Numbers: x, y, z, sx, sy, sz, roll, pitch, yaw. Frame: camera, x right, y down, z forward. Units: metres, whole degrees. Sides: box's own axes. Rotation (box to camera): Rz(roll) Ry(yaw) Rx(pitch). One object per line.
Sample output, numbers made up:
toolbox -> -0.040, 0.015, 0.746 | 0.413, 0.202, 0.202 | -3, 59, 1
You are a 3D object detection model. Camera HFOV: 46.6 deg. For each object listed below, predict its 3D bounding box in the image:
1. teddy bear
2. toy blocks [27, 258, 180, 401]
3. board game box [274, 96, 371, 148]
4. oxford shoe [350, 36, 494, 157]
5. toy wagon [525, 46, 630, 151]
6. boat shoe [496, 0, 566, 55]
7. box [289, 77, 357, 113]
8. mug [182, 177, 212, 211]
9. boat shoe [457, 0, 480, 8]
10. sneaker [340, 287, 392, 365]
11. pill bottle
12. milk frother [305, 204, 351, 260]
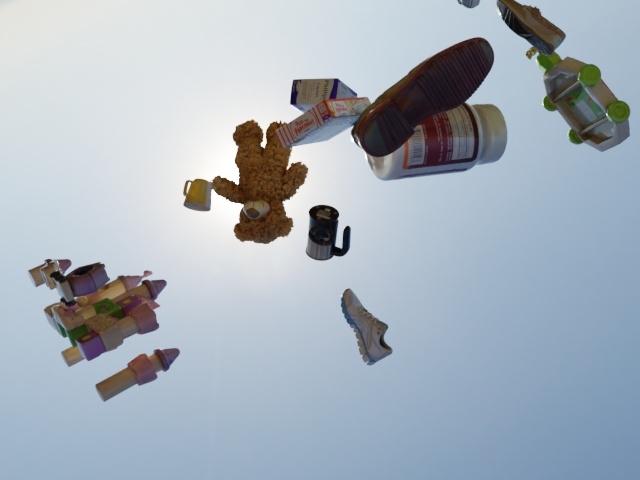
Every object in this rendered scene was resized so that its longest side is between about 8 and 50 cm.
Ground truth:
teddy bear -> -0.151, -0.163, 1.899 | 0.113, 0.245, 0.338 | 108, 1, -72
toy blocks -> -0.443, 0.135, 1.623 | 0.260, 0.308, 0.289 | -27, -153, -29
board game box -> 0.013, -0.260, 1.631 | 0.147, 0.045, 0.193 | -26, 177, 32
oxford shoe -> 0.202, -0.314, 1.555 | 0.348, 0.123, 0.130 | -35, -156, -5
toy wagon -> 0.682, -0.392, 1.982 | 0.068, 0.344, 0.267 | -37, 178, -7
boat shoe -> 0.351, -0.365, 1.239 | 0.045, 0.135, 0.050 | -39, 162, -5
box -> 0.010, -0.374, 1.965 | 0.137, 0.072, 0.126 | 4, 174, 27
mug -> -0.267, -0.104, 1.639 | 0.062, 0.064, 0.078 | 10, 166, -3
boat shoe -> 0.218, -0.505, 1.302 | 0.081, 0.227, 0.079 | -26, -146, 0
sneaker -> 0.115, 0.194, 1.750 | 0.083, 0.190, 0.071 | -25, -179, 27
pill bottle -> 0.351, -0.310, 2.256 | 0.392, 0.224, 0.224 | -8, -161, -20
milk frother -> 0.000, 0.000, 1.998 | 0.129, 0.134, 0.143 | 31, -137, 31
